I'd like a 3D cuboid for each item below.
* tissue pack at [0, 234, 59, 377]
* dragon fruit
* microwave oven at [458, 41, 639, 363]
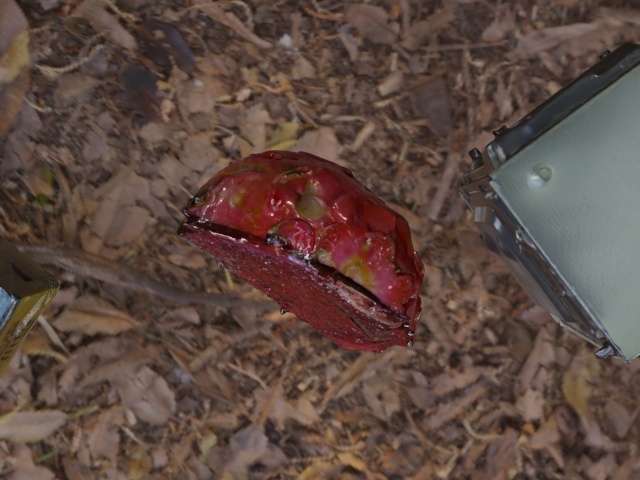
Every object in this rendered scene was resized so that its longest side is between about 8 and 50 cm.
[{"bbox_3d":[-0.310,0.073,0.832,0.120,0.082,0.169,36,102,9],"label":"tissue pack"},{"bbox_3d":[0.000,0.000,0.914,0.163,0.189,0.262,-26,138,29],"label":"dragon fruit"},{"bbox_3d":[0.333,-0.074,1.086,0.333,0.394,0.247,-35,89,3],"label":"microwave oven"}]
